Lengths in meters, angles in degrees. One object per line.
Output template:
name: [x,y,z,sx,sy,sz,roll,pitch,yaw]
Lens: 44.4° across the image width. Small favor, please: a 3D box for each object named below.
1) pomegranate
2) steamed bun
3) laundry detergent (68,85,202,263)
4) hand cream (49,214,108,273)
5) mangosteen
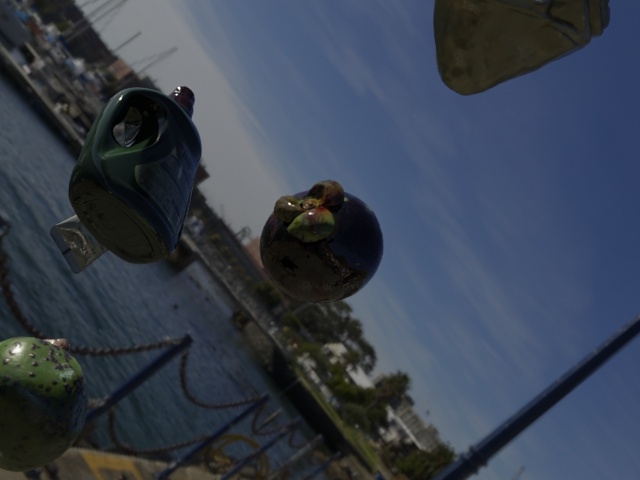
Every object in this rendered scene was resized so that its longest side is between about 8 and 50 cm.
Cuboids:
pomegranate: [-0.548,0.289,1.459,0.254,0.254,0.270,56,28,-29]
steamed bun: [0.213,-0.286,0.867,0.144,0.218,0.211,52,40,-34]
laundry detergent: [-0.178,-0.094,0.820,0.144,0.078,0.221,55,35,-42]
hand cream: [-0.292,-0.043,1.188,0.050,0.234,0.080,8,-52,55]
mangosteen: [0.000,0.000,1.743,0.288,0.288,0.288,52,-6,7]
